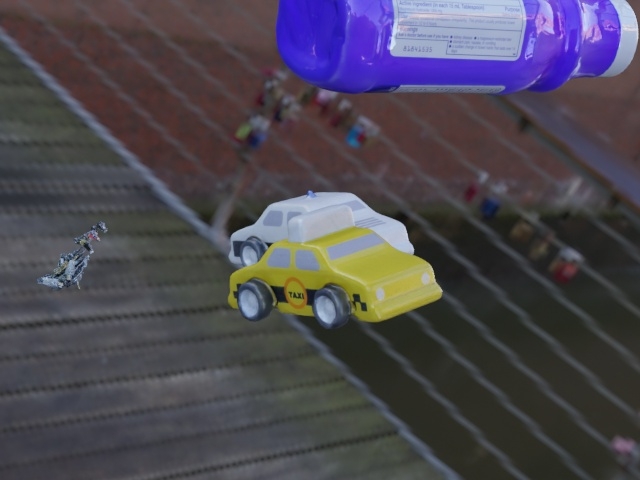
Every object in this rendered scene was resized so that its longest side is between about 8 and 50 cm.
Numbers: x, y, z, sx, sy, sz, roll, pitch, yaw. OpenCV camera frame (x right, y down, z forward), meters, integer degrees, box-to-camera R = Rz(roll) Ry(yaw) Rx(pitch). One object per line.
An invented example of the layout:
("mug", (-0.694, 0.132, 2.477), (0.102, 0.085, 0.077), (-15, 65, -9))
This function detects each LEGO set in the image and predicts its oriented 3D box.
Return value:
("LEGO set", (-0.176, 0.017, 1.144), (0.023, 0.054, 0.083), (52, 47, -13))

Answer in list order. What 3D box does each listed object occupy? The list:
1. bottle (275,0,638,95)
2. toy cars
("bottle", (0.111, -0.157, 1.180), (0.283, 0.092, 0.118), (-2, 20, -30))
("toy cars", (0.000, 0.000, 1.420), (0.176, 0.087, 0.393), (-8, 10, -2))
